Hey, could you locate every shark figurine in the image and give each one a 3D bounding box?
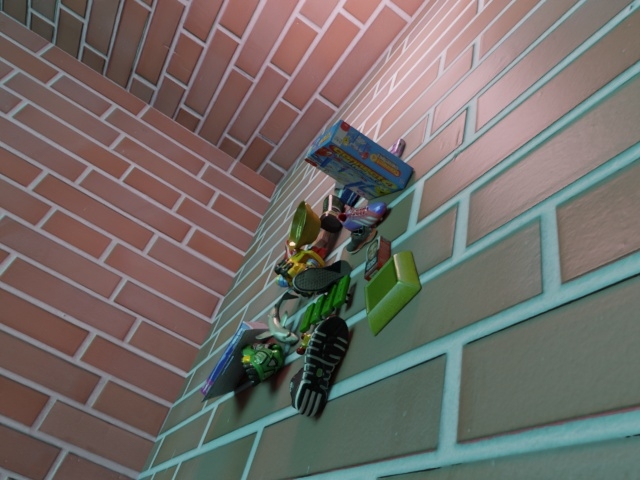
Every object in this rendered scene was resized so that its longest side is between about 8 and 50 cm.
[{"bbox_3d":[-0.151,0.319,1.835,0.166,0.116,0.278,-21,36,11],"label":"shark figurine"}]

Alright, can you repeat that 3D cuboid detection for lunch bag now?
[{"bbox_3d":[0.129,-0.196,2.024,0.098,0.065,0.067,-60,-1,-2],"label":"lunch bag"}]

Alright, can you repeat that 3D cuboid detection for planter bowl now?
[{"bbox_3d":[-0.057,-0.052,1.975,0.217,0.091,0.216,-166,90,-73],"label":"planter bowl"}]

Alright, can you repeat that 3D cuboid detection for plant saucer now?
[{"bbox_3d":[0.175,0.126,1.257,0.188,0.045,0.188,-51,16,24],"label":"plant saucer"}]

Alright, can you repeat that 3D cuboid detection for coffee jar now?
[{"bbox_3d":[0.049,-0.113,2.050,0.079,0.096,0.184,-57,12,37],"label":"coffee jar"}]

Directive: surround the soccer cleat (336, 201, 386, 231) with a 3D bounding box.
[{"bbox_3d":[0.145,-0.090,1.693,0.083,0.095,0.248,-64,15,-22],"label":"soccer cleat"}]

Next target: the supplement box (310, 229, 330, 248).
[{"bbox_3d":[0.000,0.000,2.098,0.098,0.036,0.062,-42,22,46],"label":"supplement box"}]

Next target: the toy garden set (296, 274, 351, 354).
[{"bbox_3d":[0.015,0.251,1.530,0.244,0.049,0.203,-44,19,42],"label":"toy garden set"}]

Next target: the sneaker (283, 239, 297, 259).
[{"bbox_3d":[-0.170,0.087,2.385,0.128,0.087,0.221,-53,14,15],"label":"sneaker"}]

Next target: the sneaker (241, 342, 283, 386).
[{"bbox_3d":[-0.203,0.443,1.761,0.147,0.134,0.343,-23,3,-10],"label":"sneaker"}]

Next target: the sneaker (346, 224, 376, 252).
[{"bbox_3d":[0.127,-0.012,1.652,0.158,0.065,0.061,-42,22,47],"label":"sneaker"}]

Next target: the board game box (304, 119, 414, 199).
[{"bbox_3d":[0.127,-0.275,1.709,0.086,0.308,0.302,-62,14,-11],"label":"board game box"}]

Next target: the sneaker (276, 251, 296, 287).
[{"bbox_3d":[-0.119,0.133,2.194,0.082,0.069,0.209,8,52,38],"label":"sneaker"}]

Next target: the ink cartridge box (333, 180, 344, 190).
[{"bbox_3d":[0.136,-0.337,2.354,0.189,0.066,0.232,-60,-6,-6],"label":"ink cartridge box"}]

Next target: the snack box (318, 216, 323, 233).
[{"bbox_3d":[-0.015,-0.048,2.243,0.100,0.037,0.141,-55,15,7],"label":"snack box"}]

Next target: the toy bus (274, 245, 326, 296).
[{"bbox_3d":[-0.055,0.103,1.910,0.211,0.149,0.220,-45,14,-11],"label":"toy bus"}]

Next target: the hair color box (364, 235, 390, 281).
[{"bbox_3d":[0.170,0.057,1.416,0.072,0.043,0.141,-49,16,35],"label":"hair color box"}]

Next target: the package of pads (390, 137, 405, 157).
[{"bbox_3d":[0.298,-0.354,1.854,0.050,0.032,0.083,-35,27,54],"label":"package of pads"}]

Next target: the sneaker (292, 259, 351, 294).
[{"bbox_3d":[-0.022,0.145,1.621,0.226,0.086,0.163,-13,-16,-36],"label":"sneaker"}]

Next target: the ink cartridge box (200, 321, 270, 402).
[{"bbox_3d":[-0.352,0.480,1.933,0.324,0.072,0.330,-58,-16,-3],"label":"ink cartridge box"}]

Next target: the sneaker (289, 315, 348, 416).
[{"bbox_3d":[-0.024,0.348,1.347,0.281,0.107,0.162,-65,13,-23],"label":"sneaker"}]
